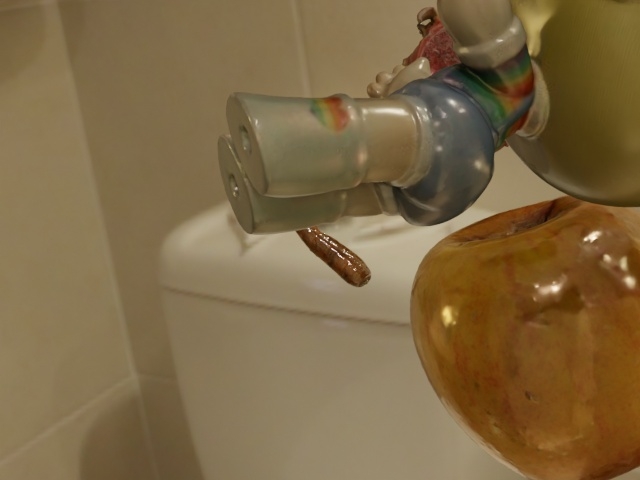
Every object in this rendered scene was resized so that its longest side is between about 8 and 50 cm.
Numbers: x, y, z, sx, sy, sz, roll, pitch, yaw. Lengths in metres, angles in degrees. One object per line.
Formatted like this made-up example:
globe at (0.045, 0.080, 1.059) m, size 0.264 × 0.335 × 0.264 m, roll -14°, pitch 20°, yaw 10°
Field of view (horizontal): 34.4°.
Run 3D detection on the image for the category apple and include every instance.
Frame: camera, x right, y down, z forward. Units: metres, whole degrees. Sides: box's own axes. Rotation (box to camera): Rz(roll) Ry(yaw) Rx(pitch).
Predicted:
apple at (0.246, 0.101, 1.082) m, size 0.299 × 0.275 × 0.299 m, roll -24°, pitch 11°, yaw 5°

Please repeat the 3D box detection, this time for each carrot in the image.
carrot at (-0.001, 0.001, 1.302) m, size 0.165 × 0.035 × 0.036 m, roll 40°, pitch 37°, yaw 12°

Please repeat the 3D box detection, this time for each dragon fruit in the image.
dragon fruit at (0.224, -0.245, 1.487) m, size 0.282 × 0.211 × 0.147 m, roll -33°, pitch -26°, yaw 7°

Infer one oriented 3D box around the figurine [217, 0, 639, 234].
figurine at (0.134, -0.068, 0.610) m, size 0.382 × 0.205 × 0.224 m, roll -21°, pitch -20°, yaw -4°
